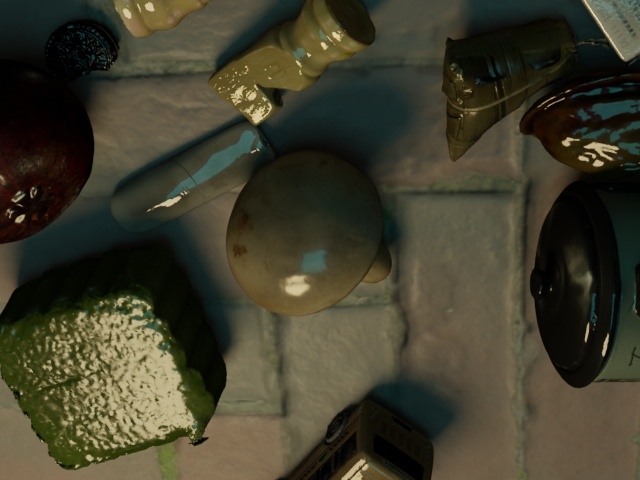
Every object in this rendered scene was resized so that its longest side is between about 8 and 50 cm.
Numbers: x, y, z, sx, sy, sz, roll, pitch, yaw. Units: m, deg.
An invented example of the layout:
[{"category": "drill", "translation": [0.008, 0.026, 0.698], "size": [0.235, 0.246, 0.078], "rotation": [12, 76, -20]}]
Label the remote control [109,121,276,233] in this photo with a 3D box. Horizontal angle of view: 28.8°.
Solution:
[{"category": "remote control", "translation": [-0.166, -0.072, 1.563], "size": [0.229, 0.044, 0.073], "rotation": [-25, 109, 17]}]

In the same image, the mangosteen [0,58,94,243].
[{"category": "mangosteen", "translation": [-0.404, -0.128, 1.481], "size": [0.235, 0.235, 0.261], "rotation": [-49, 64, 24]}]

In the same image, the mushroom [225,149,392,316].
[{"category": "mushroom", "translation": [0.000, 0.000, 1.523], "size": [0.207, 0.207, 0.215], "rotation": [-42, 140, 22]}]

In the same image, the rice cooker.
[{"category": "rice cooker", "translation": [0.358, 0.052, 1.460], "size": [0.227, 0.280, 0.241], "rotation": [1, 92, -8]}]

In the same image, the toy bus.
[{"category": "toy bus", "translation": [0.021, 0.369, 1.704], "size": [0.139, 0.157, 0.289], "rotation": [37, 114, -13]}]

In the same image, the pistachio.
[{"category": "pistachio", "translation": [0.336, -0.131, 1.440], "size": [0.210, 0.130, 0.165], "rotation": [3, 141, 13]}]

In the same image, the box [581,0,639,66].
[{"category": "box", "translation": [0.318, -0.303, 1.353], "size": [0.099, 0.133, 0.182], "rotation": [-33, 107, 20]}]

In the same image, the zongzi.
[{"category": "zongzi", "translation": [0.237, -0.175, 1.474], "size": [0.189, 0.081, 0.178], "rotation": [-13, 137, -4]}]

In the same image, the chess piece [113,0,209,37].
[{"category": "chess piece", "translation": [-0.038, -0.332, 1.386], "size": [0.397, 0.117, 0.117], "rotation": [-14, 115, 10]}]

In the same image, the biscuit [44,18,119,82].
[{"category": "biscuit", "translation": [-0.290, -0.225, 1.507], "size": [0.087, 0.027, 0.089], "rotation": [20, 116, -4]}]

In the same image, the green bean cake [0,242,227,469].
[{"category": "green bean cake", "translation": [-0.271, 0.150, 1.622], "size": [0.250, 0.156, 0.246], "rotation": [-19, 112, 14]}]

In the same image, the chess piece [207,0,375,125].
[{"category": "chess piece", "translation": [-0.038, -0.215, 1.468], "size": [0.200, 0.090, 0.090], "rotation": [-31, 110, 31]}]
